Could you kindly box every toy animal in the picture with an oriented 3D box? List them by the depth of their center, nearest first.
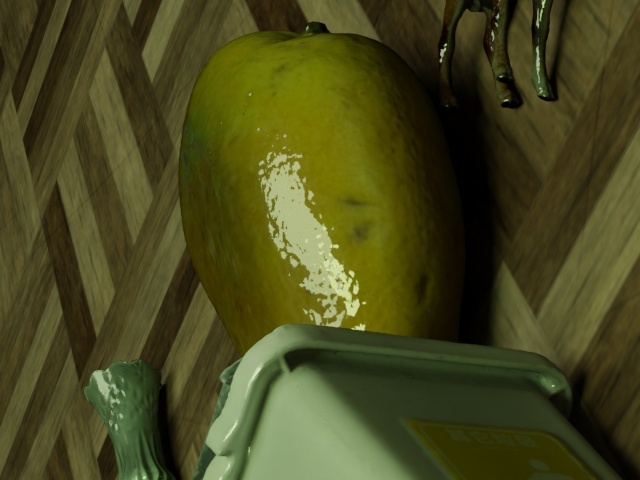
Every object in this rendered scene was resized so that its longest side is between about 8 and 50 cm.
[{"bbox_3d":[0.139,-0.227,1.299,0.243,0.087,0.260,-6,77,63],"label":"toy animal"}]

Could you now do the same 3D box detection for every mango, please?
[{"bbox_3d":[0.000,0.000,1.384,0.253,0.182,0.365,121,145,-50],"label":"mango"}]

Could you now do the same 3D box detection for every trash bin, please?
[{"bbox_3d":[0.079,0.245,1.074,0.368,0.256,0.296,41,116,53],"label":"trash bin"}]

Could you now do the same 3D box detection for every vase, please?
[{"bbox_3d":[-0.184,0.200,1.843,0.081,0.081,0.148,-58,36,38],"label":"vase"}]
